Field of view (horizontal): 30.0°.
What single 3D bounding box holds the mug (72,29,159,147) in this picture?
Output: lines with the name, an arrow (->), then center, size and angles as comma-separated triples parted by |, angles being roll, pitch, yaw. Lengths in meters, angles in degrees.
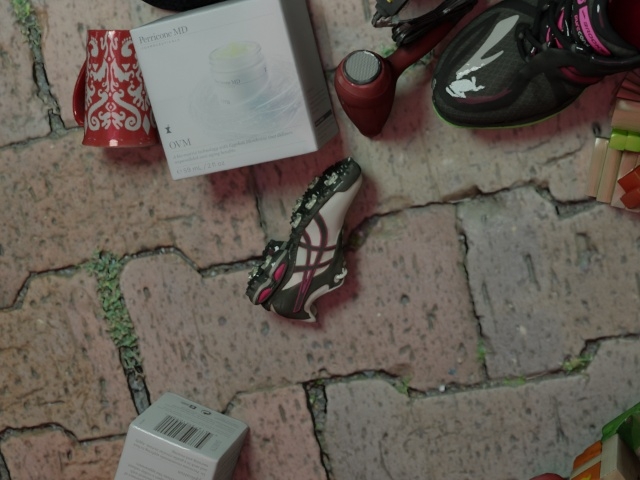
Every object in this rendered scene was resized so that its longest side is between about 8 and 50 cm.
mug -> -0.314, -0.227, 1.764 | 0.150, 0.113, 0.169 | 3, 101, 13

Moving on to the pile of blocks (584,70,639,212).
pile of blocks -> 0.470, -0.184, 1.559 | 0.149, 0.112, 0.362 | 36, 109, 4

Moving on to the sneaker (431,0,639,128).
sneaker -> 0.336, -0.276, 1.495 | 0.483, 0.202, 0.185 | -20, 79, 31

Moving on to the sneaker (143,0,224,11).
sneaker -> -0.154, -0.397, 1.707 | 0.235, 0.084, 0.097 | -10, 78, 16

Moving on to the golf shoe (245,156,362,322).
golf shoe -> 0.000, 0.000, 1.752 | 0.120, 0.105, 0.273 | 30, 116, -10

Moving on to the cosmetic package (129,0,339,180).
cosmetic package -> -0.118, -0.224, 1.688 | 0.224, 0.138, 0.224 | -11, 103, 17

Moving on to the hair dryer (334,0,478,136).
hair dryer -> 0.117, -0.240, 1.614 | 0.080, 0.224, 0.293 | 56, 135, 21

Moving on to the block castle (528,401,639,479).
block castle -> 0.518, 0.360, 1.633 | 0.453, 0.213, 0.303 | -39, 95, 22

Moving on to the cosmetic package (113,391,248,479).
cosmetic package -> -0.225, 0.364, 1.862 | 0.151, 0.151, 0.183 | 22, 108, 10
